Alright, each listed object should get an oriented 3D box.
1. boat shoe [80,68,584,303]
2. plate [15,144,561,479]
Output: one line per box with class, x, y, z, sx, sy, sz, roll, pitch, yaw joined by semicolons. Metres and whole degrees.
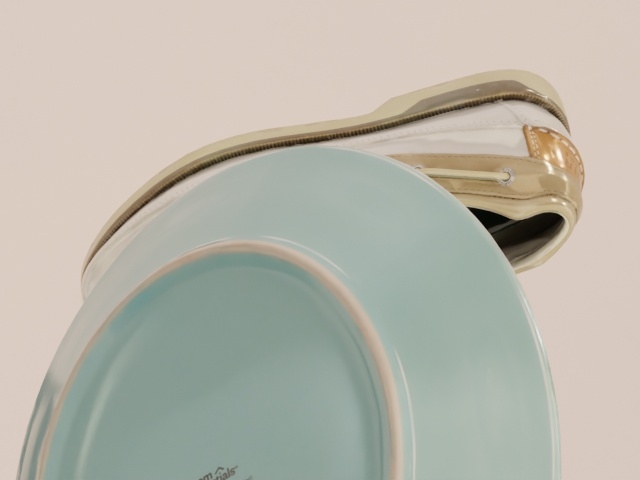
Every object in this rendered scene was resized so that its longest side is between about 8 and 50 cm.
boat shoe;0.000;0.000;1.076;0.302;0.103;0.113;-23;-51;13
plate;-0.023;0.064;0.485;0.024;0.188;0.188;21;-67;-46
